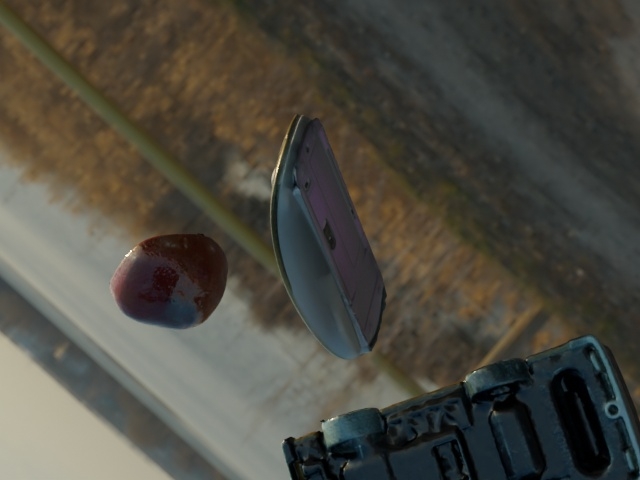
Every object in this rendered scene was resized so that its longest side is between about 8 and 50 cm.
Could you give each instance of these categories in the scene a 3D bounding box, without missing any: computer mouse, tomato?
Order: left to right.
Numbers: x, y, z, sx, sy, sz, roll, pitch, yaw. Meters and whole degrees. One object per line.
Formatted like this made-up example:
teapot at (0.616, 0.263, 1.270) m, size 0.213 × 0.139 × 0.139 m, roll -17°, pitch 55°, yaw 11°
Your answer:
tomato at (-0.186, 0.063, 1.933) m, size 0.155 × 0.156 × 0.069 m, roll 51°, pitch -168°, yaw -44°
computer mouse at (0.000, 0.000, 1.364) m, size 0.056 × 0.126 × 0.245 m, roll -5°, pitch 133°, yaw 19°

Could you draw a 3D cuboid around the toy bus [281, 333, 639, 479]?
toy bus at (0.130, 0.182, 1.243) m, size 0.167 × 0.275 × 0.138 m, roll 24°, pitch -134°, yaw -69°
